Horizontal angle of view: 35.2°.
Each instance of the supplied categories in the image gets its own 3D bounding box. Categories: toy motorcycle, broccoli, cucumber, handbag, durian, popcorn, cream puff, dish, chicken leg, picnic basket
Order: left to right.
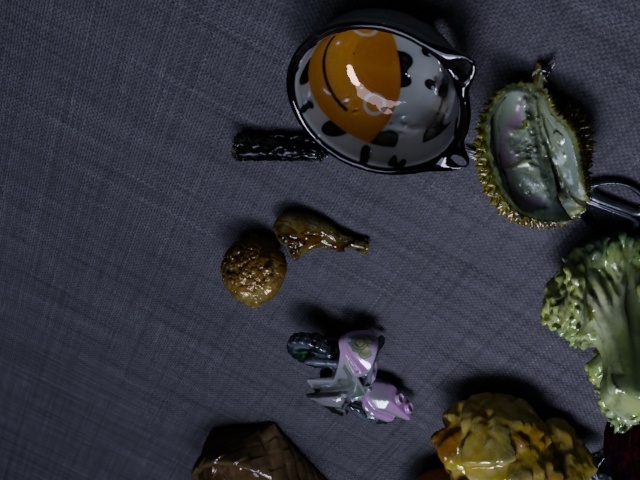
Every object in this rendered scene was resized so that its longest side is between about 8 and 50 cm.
[{"bbox_3d":[-0.170,0.642,2.391,0.293,0.337,0.337,-14,127,35],"label":"picnic basket"},{"bbox_3d":[-0.131,0.051,1.880,0.103,0.144,0.126,34,106,-29],"label":"cream puff"},{"bbox_3d":[-0.072,-0.154,1.699,0.181,0.053,0.053,5,136,17],"label":"cucumber"},{"bbox_3d":[0.000,0.000,1.820,0.178,0.070,0.093,9,114,-2],"label":"chicken leg"},{"bbox_3d":[0.081,0.275,2.017,0.188,0.143,0.327,-14,134,35],"label":"toy motorcycle"},{"bbox_3d":[0.100,-0.233,1.476,0.303,0.120,0.303,13,138,12],"label":"dish"},{"bbox_3d":[0.375,0.434,1.965,0.332,0.265,0.225,7,170,-9],"label":"popcorn"},{"bbox_3d":[0.304,-0.137,1.481,0.193,0.237,0.138,5,-177,-8],"label":"durian"},{"bbox_3d":[0.592,0.470,2.052,0.115,0.072,0.139,24,126,2],"label":"handbag"},{"bbox_3d":[0.507,0.150,1.574,0.293,0.281,0.348,-24,122,42],"label":"broccoli"}]

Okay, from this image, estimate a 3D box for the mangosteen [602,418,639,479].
[{"bbox_3d":[0.632,0.385,1.769,0.288,0.288,0.288,13,138,12],"label":"mangosteen"}]

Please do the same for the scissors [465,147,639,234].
[{"bbox_3d":[0.365,-0.089,1.585,0.300,0.022,0.109,22,136,4],"label":"scissors"}]

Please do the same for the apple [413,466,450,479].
[{"bbox_3d":[0.315,0.640,2.199,0.275,0.299,0.299,-1,141,-14],"label":"apple"}]
